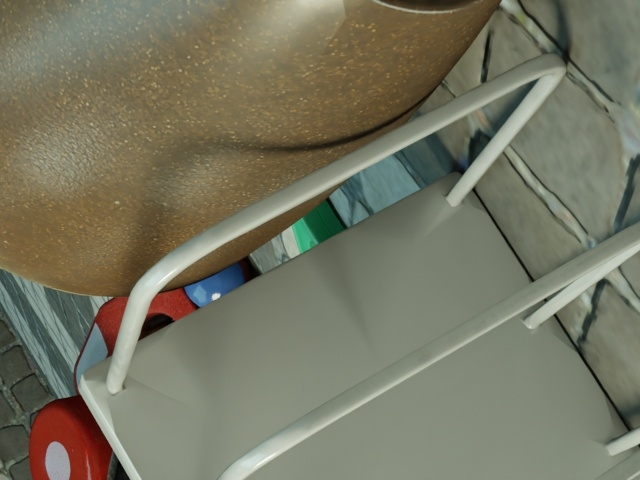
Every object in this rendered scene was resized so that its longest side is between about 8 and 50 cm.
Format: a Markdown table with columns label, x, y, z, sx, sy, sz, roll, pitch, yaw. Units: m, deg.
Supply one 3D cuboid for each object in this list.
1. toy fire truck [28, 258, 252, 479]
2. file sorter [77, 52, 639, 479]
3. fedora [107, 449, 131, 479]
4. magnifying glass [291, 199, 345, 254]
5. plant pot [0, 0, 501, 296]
| label | x | y | z | sx | sy | sz | roll | pitch | yaw |
| --- | --- | --- | --- | --- | --- | --- | --- | --- | --- |
| toy fire truck | -0.078 | 0.146 | 1.084 | 0.302 | 0.169 | 0.254 | 52 | 128 | 32 |
| file sorter | 0.068 | 0.106 | 0.522 | 0.278 | 0.193 | 0.173 | 58 | 160 | 9 |
| fedora | 0.027 | 0.133 | 0.681 | 0.124 | 0.243 | 0.275 | -44 | 42 | 45 |
| magnifying glass | 0.000 | 0.000 | 0.833 | 0.231 | 0.026 | 0.092 | 66 | 163 | -13 |
| plant pot | -0.033 | -0.098 | 0.505 | 0.230 | 0.215 | 0.215 | -15 | 104 | 59 |
